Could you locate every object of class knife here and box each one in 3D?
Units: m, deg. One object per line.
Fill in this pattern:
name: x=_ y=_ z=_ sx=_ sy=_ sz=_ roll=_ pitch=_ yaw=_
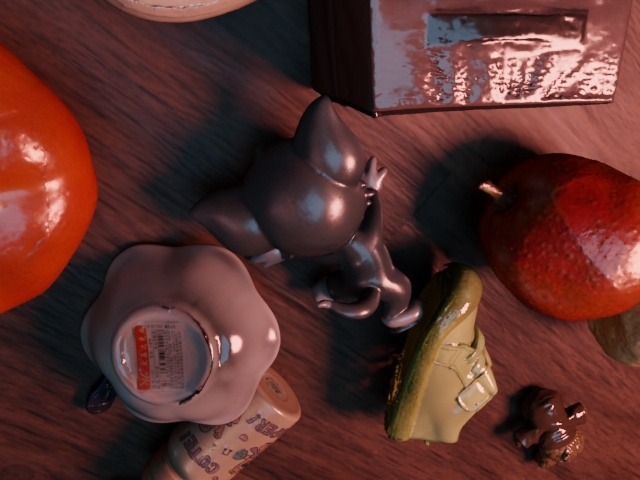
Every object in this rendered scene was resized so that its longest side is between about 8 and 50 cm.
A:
knife: x=-0.251 y=0.158 z=0.715 sx=0.031 sy=0.018 sz=0.121 roll=18 pitch=106 yaw=-23

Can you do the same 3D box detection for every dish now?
dish: x=-0.160 y=0.113 z=0.642 sx=0.230 sy=0.081 sz=0.229 roll=1 pitch=100 yaw=4

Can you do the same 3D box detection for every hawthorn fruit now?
hawthorn fruit: x=0.265 y=-0.014 z=0.682 sx=0.226 sy=0.196 sz=0.196 roll=28 pitch=104 yaw=-18

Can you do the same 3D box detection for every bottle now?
bottle: x=-0.127 y=0.253 z=0.738 sx=0.209 sy=0.110 sz=0.097 roll=-44 pitch=128 yaw=6

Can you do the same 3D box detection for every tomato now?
tomato: x=-0.319 y=-0.060 z=0.507 sx=0.260 sy=0.180 sz=0.259 roll=-7 pitch=116 yaw=-15

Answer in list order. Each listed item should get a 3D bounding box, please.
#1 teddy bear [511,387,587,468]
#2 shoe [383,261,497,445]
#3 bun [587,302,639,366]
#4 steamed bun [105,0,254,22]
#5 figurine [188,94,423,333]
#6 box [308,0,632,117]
teddy bear: x=0.355 y=0.296 z=0.904 sx=0.120 sy=0.078 sz=0.160 roll=-29 pitch=119 yaw=3
shoe: x=0.155 y=0.147 z=0.759 sx=0.128 sy=0.140 sz=0.262 roll=14 pitch=115 yaw=-10
bun: x=0.420 y=0.053 z=0.753 sx=0.134 sy=0.220 sz=0.220 roll=38 pitch=102 yaw=8
steamed bun: x=-0.102 y=-0.282 z=0.491 sx=0.228 sy=0.130 sz=0.177 roll=-24 pitch=118 yaw=-3
figurine: x=0.001 y=0.004 z=0.648 sx=0.193 sy=0.140 sz=0.265 roll=-27 pitch=96 yaw=18
box: x=0.128 y=-0.205 z=0.561 sx=0.253 sy=0.188 sz=0.153 roll=-6 pitch=113 yaw=-15
